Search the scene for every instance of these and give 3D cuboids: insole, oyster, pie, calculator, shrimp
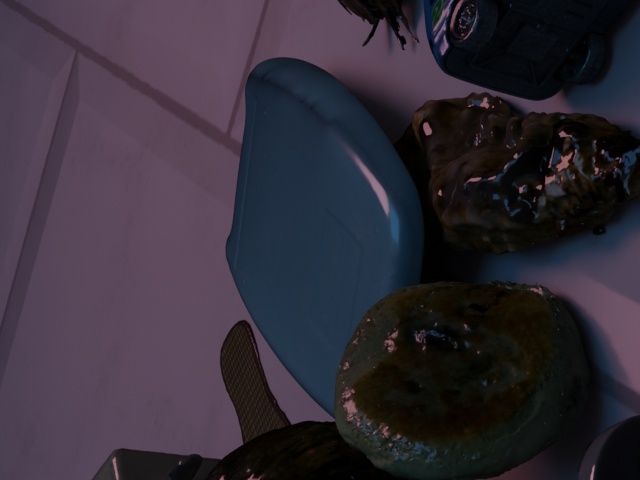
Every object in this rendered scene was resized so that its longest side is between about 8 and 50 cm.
[{"bbox_3d":[-0.055,0.171,1.584,0.086,0.005,0.253,-60,33,29],"label":"insole"},{"bbox_3d":[0.130,-0.055,1.276,0.345,0.078,0.128,3,74,64],"label":"oyster"},{"bbox_3d":[0.094,0.090,1.202,0.187,0.187,0.041,-117,4,-49],"label":"pie"},{"bbox_3d":[0.000,0.000,1.451,0.386,0.054,0.256,-132,46,-56],"label":"calculator"},{"bbox_3d":[0.028,-0.238,1.497,0.190,0.075,0.073,53,154,17],"label":"shrimp"}]

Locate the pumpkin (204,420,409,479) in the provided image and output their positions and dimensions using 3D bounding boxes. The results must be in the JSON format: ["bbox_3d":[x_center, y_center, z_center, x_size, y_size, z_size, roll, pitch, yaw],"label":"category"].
[{"bbox_3d":[-0.004,0.283,1.257,0.320,0.192,0.320,-35,48,53],"label":"pumpkin"}]

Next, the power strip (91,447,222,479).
[{"bbox_3d":[-0.138,0.273,1.559,0.224,0.140,0.139,-52,38,38],"label":"power strip"}]

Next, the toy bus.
[{"bbox_3d":[0.171,-0.222,1.206,0.246,0.113,0.134,-55,35,36],"label":"toy bus"}]

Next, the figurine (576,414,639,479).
[{"bbox_3d":[0.253,0.128,0.919,0.236,0.133,0.176,-41,55,51],"label":"figurine"}]
